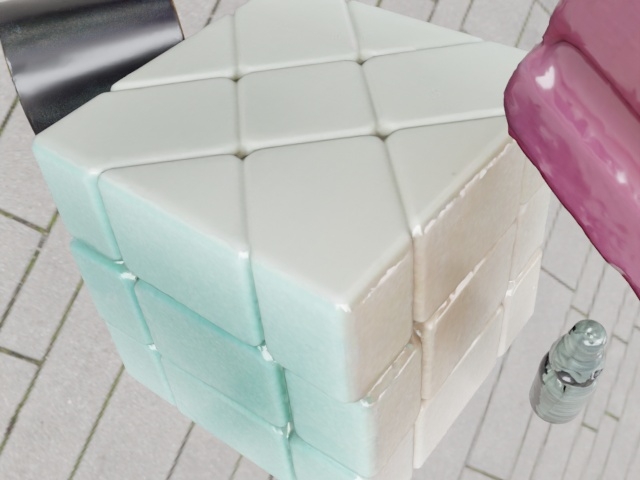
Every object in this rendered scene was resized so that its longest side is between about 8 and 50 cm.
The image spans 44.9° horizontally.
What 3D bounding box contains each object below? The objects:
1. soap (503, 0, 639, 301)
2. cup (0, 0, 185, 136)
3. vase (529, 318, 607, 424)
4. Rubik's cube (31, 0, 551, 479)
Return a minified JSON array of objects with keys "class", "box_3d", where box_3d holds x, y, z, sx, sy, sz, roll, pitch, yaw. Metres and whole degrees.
[{"class":"soap","box_3d":[0.238,0.015,0.265,0.128,0.233,0.359,-31,78,-14]},{"class":"cup","box_3d":[-0.238,-0.188,0.881,0.177,0.239,0.166,-18,76,-8]},{"class":"vase","box_3d":[0.250,0.129,0.776,0.060,0.060,0.211,-52,157,-19]},{"class":"Rubik's cube","box_3d":[0.000,0.000,0.701,0.319,0.322,0.316,-44,144,-32]}]
